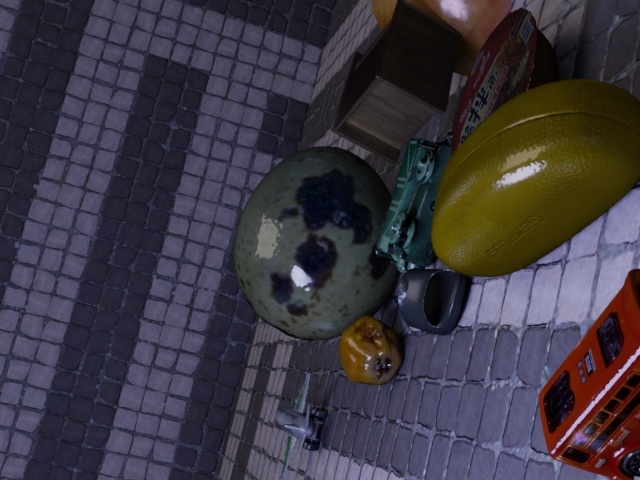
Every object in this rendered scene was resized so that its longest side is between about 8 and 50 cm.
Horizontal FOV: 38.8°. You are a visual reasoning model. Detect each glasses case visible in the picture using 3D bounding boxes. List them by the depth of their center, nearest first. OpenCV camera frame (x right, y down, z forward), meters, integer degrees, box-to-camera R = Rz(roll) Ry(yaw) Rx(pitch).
[{"bbox_3d":[0.254,-0.060,1.164,0.371,0.173,0.141,128,159,-61],"label":"glasses case"}]

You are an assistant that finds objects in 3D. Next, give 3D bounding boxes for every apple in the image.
[{"bbox_3d":[0.255,-0.496,1.756,0.252,0.314,0.308,17,-86,-60],"label":"apple"}]

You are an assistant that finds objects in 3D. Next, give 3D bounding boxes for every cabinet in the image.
[{"bbox_3d":[0.144,-0.290,1.665,0.175,0.148,0.215,-45,23,50],"label":"cabinet"}]

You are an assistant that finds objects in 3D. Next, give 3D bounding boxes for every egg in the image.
[{"bbox_3d":[0.000,0.000,1.881,0.345,0.345,0.427,122,166,-55],"label":"egg"}]

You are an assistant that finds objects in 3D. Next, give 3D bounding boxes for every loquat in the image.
[{"bbox_3d":[0.096,0.212,1.717,0.137,0.113,0.137,-32,47,42],"label":"loquat"}]

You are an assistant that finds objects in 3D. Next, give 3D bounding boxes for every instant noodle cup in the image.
[{"bbox_3d":[0.295,-0.209,1.378,0.274,0.091,0.273,-164,90,-78],"label":"instant noodle cup"}]

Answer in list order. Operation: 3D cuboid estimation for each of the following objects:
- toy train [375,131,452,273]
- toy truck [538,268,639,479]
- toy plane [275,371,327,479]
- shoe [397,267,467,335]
[{"bbox_3d":[0.186,-0.070,1.653,0.154,0.115,0.269,-148,74,-76],"label":"toy train"},{"bbox_3d":[0.306,0.112,0.838,0.107,0.114,0.252,-86,15,-50],"label":"toy truck"},{"bbox_3d":[-0.050,0.433,2.135,0.255,0.101,0.250,156,129,-80],"label":"toy plane"},{"bbox_3d":[0.170,0.102,1.557,0.241,0.093,0.108,150,136,-76],"label":"shoe"}]
